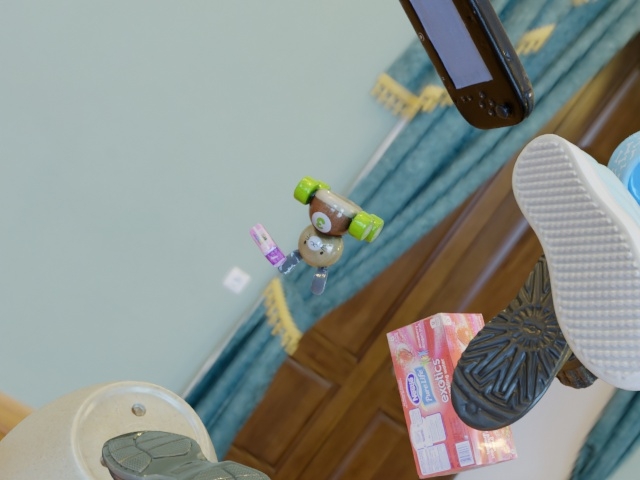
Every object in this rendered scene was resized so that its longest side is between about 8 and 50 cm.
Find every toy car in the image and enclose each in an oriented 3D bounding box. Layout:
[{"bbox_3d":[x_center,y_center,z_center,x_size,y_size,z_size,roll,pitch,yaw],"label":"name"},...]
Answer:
[{"bbox_3d":[0.000,0.000,1.832,0.155,0.188,0.149,33,7,15],"label":"toy car"}]

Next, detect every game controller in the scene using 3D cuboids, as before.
[{"bbox_3d":[0.179,-0.295,1.322,0.319,0.067,0.166,60,-27,-12],"label":"game controller"}]

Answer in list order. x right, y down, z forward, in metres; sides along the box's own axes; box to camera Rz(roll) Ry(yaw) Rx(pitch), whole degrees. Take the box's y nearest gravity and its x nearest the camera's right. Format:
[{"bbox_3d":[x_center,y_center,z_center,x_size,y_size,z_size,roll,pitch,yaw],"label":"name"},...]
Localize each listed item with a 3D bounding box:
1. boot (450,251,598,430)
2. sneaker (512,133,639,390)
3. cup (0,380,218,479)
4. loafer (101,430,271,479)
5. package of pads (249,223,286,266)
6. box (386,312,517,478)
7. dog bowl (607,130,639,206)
[{"bbox_3d":[0.354,0.185,1.540,0.131,0.348,0.260,35,-12,31],"label":"boot"},{"bbox_3d":[0.353,0.022,1.149,0.150,0.135,0.366,19,43,-29],"label":"sneaker"},{"bbox_3d":[-0.255,0.308,1.208,0.331,0.237,0.331,17,45,-18],"label":"cup"},{"bbox_3d":[-0.138,0.253,0.954,0.096,0.084,0.267,-11,9,-36],"label":"loafer"},{"bbox_3d":[-0.100,0.009,1.828,0.050,0.032,0.083,51,0,-42],"label":"package of pads"},{"bbox_3d":[0.259,0.307,1.933,0.142,0.154,0.300,5,66,-45],"label":"box"},{"bbox_3d":[0.595,-0.093,1.490,0.297,0.166,0.074,-4,14,10],"label":"dog bowl"}]
